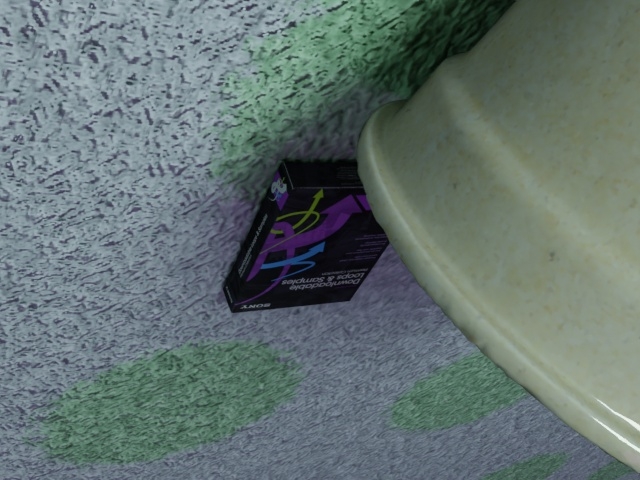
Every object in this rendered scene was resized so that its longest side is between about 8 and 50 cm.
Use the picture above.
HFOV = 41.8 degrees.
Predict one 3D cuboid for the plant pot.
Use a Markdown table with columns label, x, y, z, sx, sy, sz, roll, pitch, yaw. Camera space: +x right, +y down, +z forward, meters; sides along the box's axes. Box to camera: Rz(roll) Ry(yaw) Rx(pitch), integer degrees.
| label | x | y | z | sx | sy | sz | roll | pitch | yaw |
| --- | --- | --- | --- | --- | --- | --- | --- | --- | --- |
| plant pot | 0.238 | -0.085 | 0.429 | 0.333 | 0.334 | 0.305 | 8 | 128 | -40 |

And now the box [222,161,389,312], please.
| label | x | y | z | sx | sy | sz | roll | pitch | yaw |
| --- | --- | --- | --- | --- | --- | --- | --- | --- | --- |
| box | 0.000 | 0.000 | 0.658 | 0.116 | 0.029 | 0.162 | -4 | 146 | -27 |
